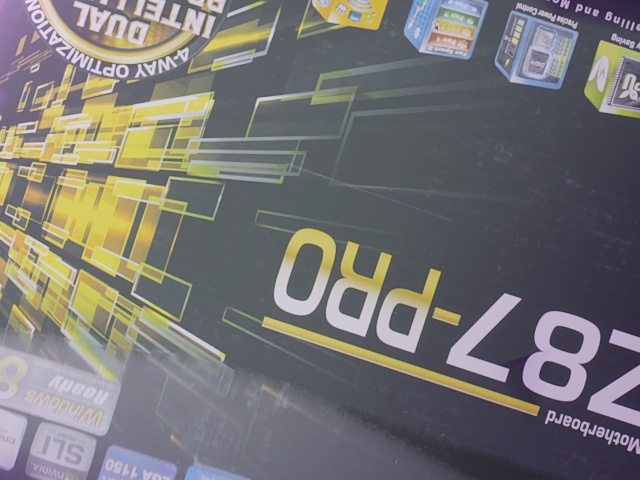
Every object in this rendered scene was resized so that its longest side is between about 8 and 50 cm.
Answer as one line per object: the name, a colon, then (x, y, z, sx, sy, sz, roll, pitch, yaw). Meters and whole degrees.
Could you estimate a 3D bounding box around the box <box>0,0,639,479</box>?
box: (0.000, 0.000, 0.828, 0.394, 0.097, 0.318, 19, 93, -1)
